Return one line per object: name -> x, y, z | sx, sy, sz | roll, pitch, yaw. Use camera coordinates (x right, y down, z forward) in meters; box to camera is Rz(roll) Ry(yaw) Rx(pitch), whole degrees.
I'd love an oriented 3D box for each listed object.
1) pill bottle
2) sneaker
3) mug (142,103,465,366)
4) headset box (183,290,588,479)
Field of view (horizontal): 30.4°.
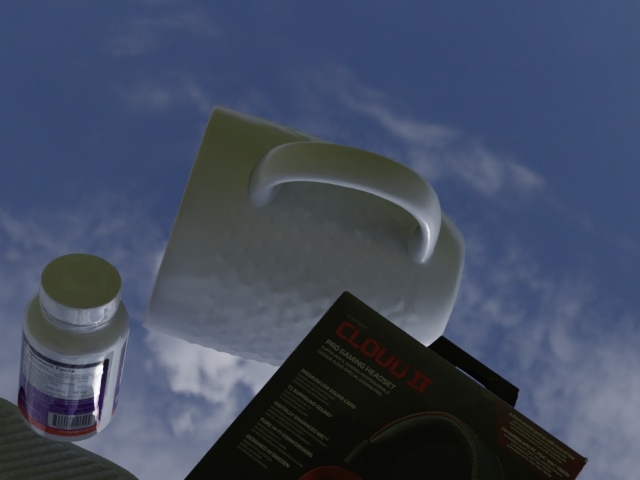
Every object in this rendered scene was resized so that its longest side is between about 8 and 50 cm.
pill bottle -> -0.255, 0.109, 1.220 | 0.108, 0.193, 0.108 | 10, -140, -8
sneaker -> -0.286, 0.302, 1.330 | 0.321, 0.127, 0.126 | 35, -125, 17
mug -> 0.000, 0.000, 1.347 | 0.328, 0.374, 0.276 | 18, -118, -7
headset box -> 0.031, 0.196, 0.843 | 0.218, 0.110, 0.293 | 35, -114, 16
